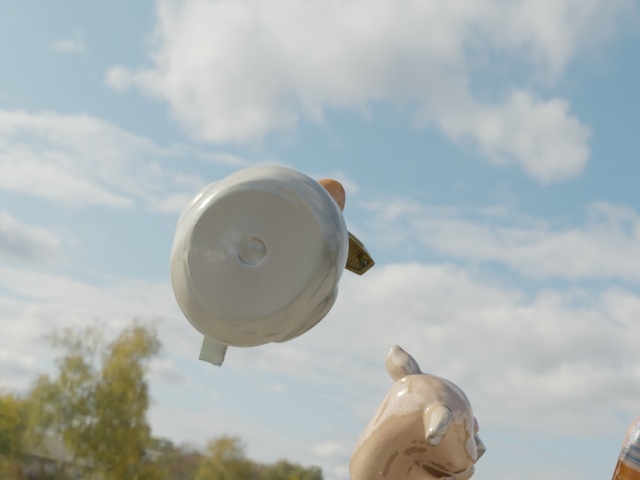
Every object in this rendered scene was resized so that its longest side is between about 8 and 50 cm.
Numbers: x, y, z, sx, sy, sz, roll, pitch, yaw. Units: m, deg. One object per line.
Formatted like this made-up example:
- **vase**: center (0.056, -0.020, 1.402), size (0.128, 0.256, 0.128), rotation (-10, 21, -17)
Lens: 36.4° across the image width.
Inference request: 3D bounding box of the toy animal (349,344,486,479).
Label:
- **toy animal**: center (0.166, 0.339, 1.566), size (0.213, 0.256, 0.195), rotation (16, 22, -30)

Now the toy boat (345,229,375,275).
- **toy boat**: center (0.000, 0.000, 1.558), size (0.068, 0.088, 0.226), rotation (-41, -52, 23)

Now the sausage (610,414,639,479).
- **sausage**: center (0.357, 0.287, 1.090), size (0.071, 0.234, 0.071), rotation (14, 8, -2)

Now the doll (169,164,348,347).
- **doll**: center (-0.063, 0.016, 1.193), size (0.221, 0.251, 0.221), rotation (40, -4, 3)

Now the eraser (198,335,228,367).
- **eraser**: center (-0.185, 0.144, 1.829), size (0.052, 0.095, 0.225), rotation (15, 17, -4)
